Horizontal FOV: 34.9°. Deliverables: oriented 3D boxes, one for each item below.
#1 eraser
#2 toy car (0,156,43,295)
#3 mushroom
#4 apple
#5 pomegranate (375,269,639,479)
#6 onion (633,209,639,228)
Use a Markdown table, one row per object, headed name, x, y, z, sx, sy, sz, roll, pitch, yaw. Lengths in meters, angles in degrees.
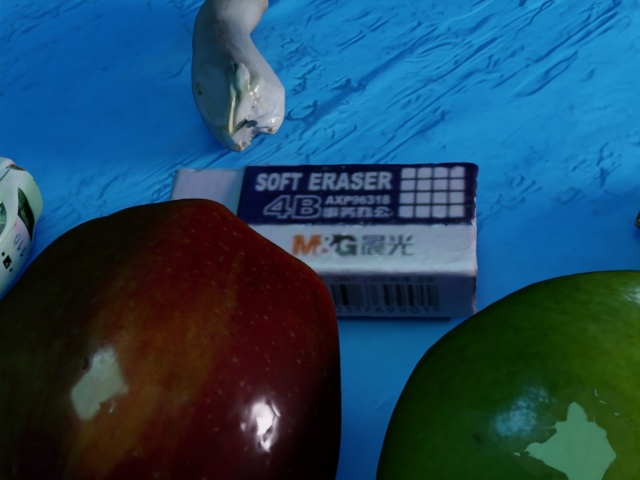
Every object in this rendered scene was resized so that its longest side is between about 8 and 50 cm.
| name | x | y | z | sx | sy | sz | roll | pitch | yaw |
| --- | --- | --- | --- | --- | --- | --- | --- | --- | --- |
| eraser | 0.000 | 0.000 | 0.927 | 0.287 | 0.086 | 0.130 | -1 | 51 | 9 |
| toy car | -0.338 | 0.024 | 0.964 | 0.076 | 0.090 | 0.224 | 16 | 55 | 14 |
| mushroom | -0.094 | -0.203 | 1.109 | 0.096 | 0.099 | 0.278 | -7 | 47 | -3 |
| apple | -0.121 | 0.127 | 0.726 | 0.288 | 0.288 | 0.317 | 5 | 42 | 13 |
| pomegranate | 0.191 | 0.131 | 0.635 | 0.309 | 0.216 | 0.358 | -33 | 13 | -34 |
| onion | 0.354 | -0.023 | 0.879 | 0.151 | 0.098 | 0.206 | 25 | 59 | 25 |
